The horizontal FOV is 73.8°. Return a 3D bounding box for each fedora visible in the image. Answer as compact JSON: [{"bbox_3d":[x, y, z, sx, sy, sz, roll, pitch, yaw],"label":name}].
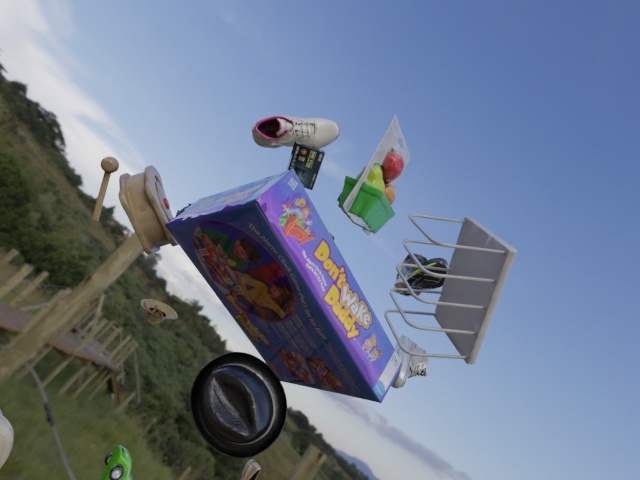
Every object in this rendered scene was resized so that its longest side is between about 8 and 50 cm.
[{"bbox_3d":[-0.267,0.515,1.339,0.334,0.334,0.152,37,-14,12],"label":"fedora"}]

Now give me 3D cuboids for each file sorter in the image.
[{"bbox_3d":[0.266,0.100,0.954,0.172,0.278,0.193,6,22,-11],"label":"file sorter"}]

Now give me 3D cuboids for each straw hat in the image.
[{"bbox_3d":[-0.602,0.274,1.556,0.144,0.061,0.144,31,2,-1],"label":"straw hat"}]

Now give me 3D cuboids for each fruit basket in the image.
[{"bbox_3d":[0.203,-0.218,1.517,0.165,0.353,0.327,21,-7,25],"label":"fruit basket"}]

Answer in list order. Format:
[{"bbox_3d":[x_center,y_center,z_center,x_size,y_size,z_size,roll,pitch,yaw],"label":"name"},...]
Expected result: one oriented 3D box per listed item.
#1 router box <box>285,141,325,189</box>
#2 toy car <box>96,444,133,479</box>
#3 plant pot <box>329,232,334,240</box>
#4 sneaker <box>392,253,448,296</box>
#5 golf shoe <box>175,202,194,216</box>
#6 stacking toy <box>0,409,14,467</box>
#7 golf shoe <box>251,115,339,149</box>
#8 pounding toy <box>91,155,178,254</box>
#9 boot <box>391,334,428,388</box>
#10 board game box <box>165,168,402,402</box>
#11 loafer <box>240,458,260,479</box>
[{"bbox_3d":[-0.050,-0.221,1.270,0.092,0.123,0.038,15,19,-16],"label":"router box"},{"bbox_3d":[-0.361,0.456,0.692,0.053,0.225,0.239,33,-20,-30],"label":"toy car"},{"bbox_3d":[0.000,0.000,1.778,0.083,0.081,0.081,53,-35,43],"label":"plant pot"},{"bbox_3d":[0.305,0.092,1.342,0.110,0.122,0.300,12,-19,-11],"label":"sneaker"},{"bbox_3d":[-0.237,0.041,0.967,0.273,0.105,0.120,51,-30,7],"label":"golf shoe"},{"bbox_3d":[-0.577,0.217,0.620,0.330,0.141,0.141,29,-24,34],"label":"stacking toy"},{"bbox_3d":[-0.084,-0.367,1.447,0.140,0.305,0.116,-122,-152,-88],"label":"golf shoe"},{"bbox_3d":[-0.457,-0.085,1.044,0.154,0.154,0.270,-121,-167,-63],"label":"pounding toy"},{"bbox_3d":[0.317,0.433,1.471,0.123,0.258,0.095,29,-62,3],"label":"boot"},{"bbox_3d":[-0.054,0.083,0.648,0.233,0.078,0.347,-7,-59,44],"label":"board game box"},{"bbox_3d":[-0.195,0.647,1.129,0.039,0.125,0.045,21,2,35],"label":"loafer"}]
